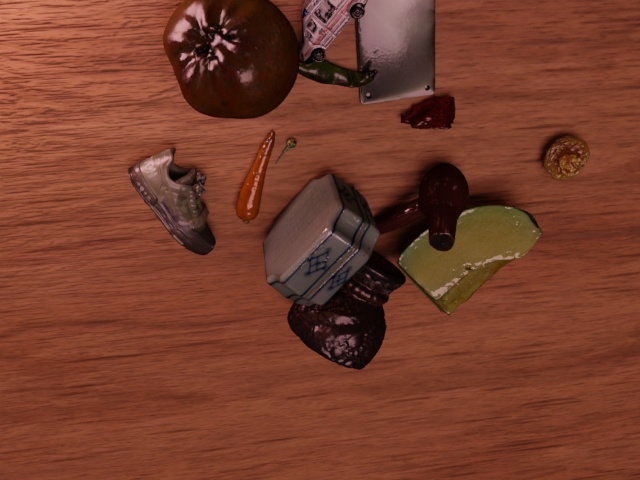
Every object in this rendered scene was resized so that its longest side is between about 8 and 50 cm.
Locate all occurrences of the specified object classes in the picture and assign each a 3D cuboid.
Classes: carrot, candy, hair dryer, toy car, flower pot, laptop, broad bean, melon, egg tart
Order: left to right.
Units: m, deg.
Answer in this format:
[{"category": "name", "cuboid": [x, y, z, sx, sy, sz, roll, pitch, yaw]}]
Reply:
[{"category": "carrot", "cuboid": [-0.161, -0.153, 1.670, 0.061, 0.061, 0.256, 11, 116, -16]}, {"category": "candy", "cuboid": [-0.087, -0.219, 1.664, 0.023, 0.025, 0.083, 40, 120, 1]}, {"category": "toy car", "cuboid": [0.007, -0.487, 1.460, 0.108, 0.089, 0.210, 32, 117, -27]}, {"category": "broad bean", "cuboid": [0.033, -0.386, 1.559, 0.195, 0.046, 0.061, 5, 149, -4]}, {"category": "flower pot", "cuboid": [0.082, 0.162, 1.801, 0.266, 0.266, 0.267, 23, 105, -22]}, {"category": "laptop", "cuboid": [0.176, -0.453, 1.561, 0.188, 0.015, 0.269, -9, 123, -5]}, {"category": "hair dryer", "cuboid": [0.215, -0.041, 1.702, 0.340, 0.312, 0.123, -27, 116, 33]}, {"category": "melon", "cuboid": [0.412, 0.043, 1.801, 0.343, 0.226, 0.331, -41, 127, 2]}, {"category": "egg tart", "cuboid": [0.639, -0.219, 1.766, 0.130, 0.052, 0.130, -5, 123, -8]}]

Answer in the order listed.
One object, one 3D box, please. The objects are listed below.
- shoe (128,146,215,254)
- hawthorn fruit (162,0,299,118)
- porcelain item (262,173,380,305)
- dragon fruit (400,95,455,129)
[{"category": "shoe", "cuboid": [-0.322, -0.098, 1.640, 0.149, 0.109, 0.293, -31, 117, 17]}, {"category": "hawthorn fruit", "cuboid": [-0.168, -0.382, 1.411, 0.268, 0.301, 0.267, 2, 95, 23]}, {"category": "porcelain item", "cuboid": [0.000, 0.000, 1.659, 0.157, 0.281, 0.286, 35, 109, -24]}, {"category": "dragon fruit", "cuboid": [0.263, -0.315, 1.636, 0.131, 0.097, 0.063, 4, 120, 11]}]
